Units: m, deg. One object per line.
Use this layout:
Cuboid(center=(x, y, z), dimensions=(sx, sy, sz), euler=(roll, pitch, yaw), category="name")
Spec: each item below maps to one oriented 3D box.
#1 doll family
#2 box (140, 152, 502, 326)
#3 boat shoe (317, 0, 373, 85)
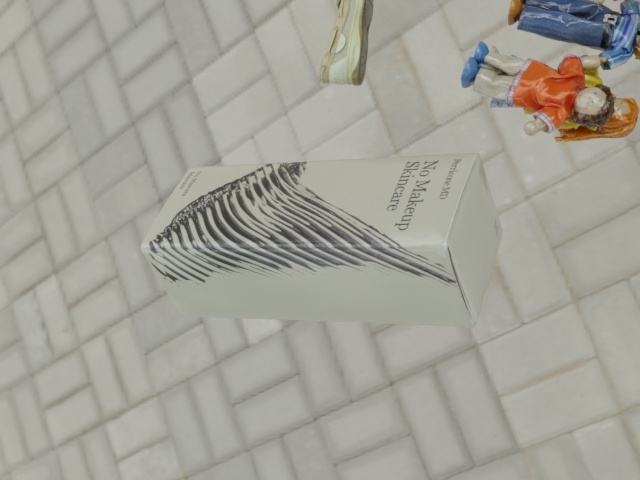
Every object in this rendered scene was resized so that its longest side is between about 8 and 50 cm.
Cuboid(center=(0.253, -0.185, 0.942), dimensions=(0.163, 0.118, 0.263), euler=(22, 71, 17), category="doll family")
Cuboid(center=(0.000, 0.000, 0.808), dimensions=(0.275, 0.113, 0.094), euler=(-2, 134, 27), category="box")
Cuboid(center=(0.028, -0.239, 1.055), dimensions=(0.048, 0.056, 0.153), euler=(3, 77, 12), category="boat shoe")
